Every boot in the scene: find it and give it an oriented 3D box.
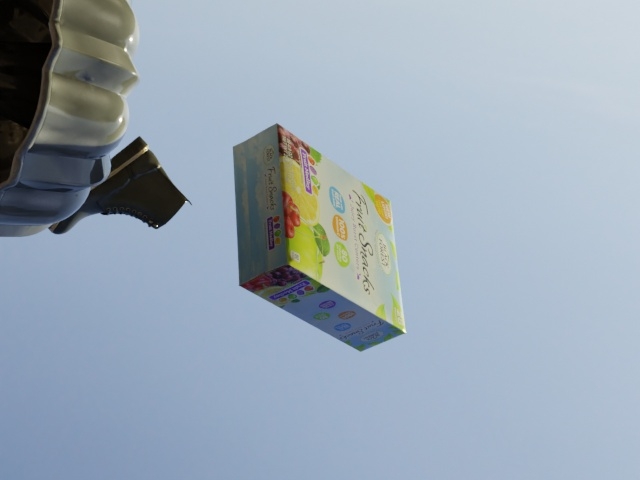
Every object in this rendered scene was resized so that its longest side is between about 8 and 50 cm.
[{"bbox_3d":[-0.304,-0.045,1.974,0.198,0.137,0.077,-42,-171,-7],"label":"boot"}]

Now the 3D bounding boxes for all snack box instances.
[{"bbox_3d":[0.000,0.000,1.372,0.070,0.207,0.174,-24,-126,28],"label":"snack box"}]

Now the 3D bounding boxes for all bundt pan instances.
[{"bbox_3d":[-0.285,-0.152,1.265,0.124,0.330,0.331,13,-165,-39],"label":"bundt pan"}]
